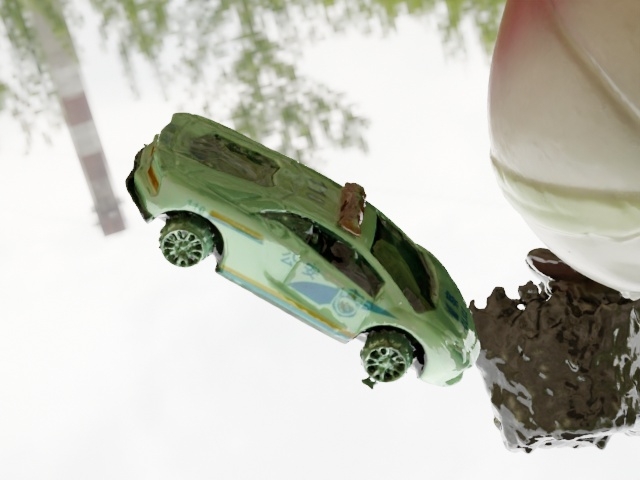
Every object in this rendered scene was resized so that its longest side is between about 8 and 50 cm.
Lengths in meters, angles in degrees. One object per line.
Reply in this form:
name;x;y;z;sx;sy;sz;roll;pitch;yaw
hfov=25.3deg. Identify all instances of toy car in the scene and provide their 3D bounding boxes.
toy car;0.000;0.000;0.659;0.186;0.058;0.093;31;-155;-9

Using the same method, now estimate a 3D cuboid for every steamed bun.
steamed bun;0.254;-0.129;1.119;0.309;0.309;0.309;-12;-155;6

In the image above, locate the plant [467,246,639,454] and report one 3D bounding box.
plant;0.255;0.105;1.476;0.204;0.234;0.178;-17;168;42
